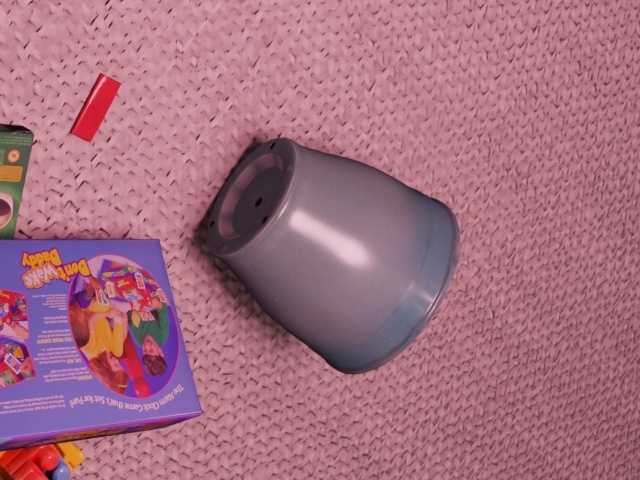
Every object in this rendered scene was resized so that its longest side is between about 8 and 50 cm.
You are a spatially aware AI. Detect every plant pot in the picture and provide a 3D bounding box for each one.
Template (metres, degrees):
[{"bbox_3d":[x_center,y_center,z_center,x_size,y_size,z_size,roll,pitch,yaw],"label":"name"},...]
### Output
[{"bbox_3d":[0.000,0.000,2.096,0.255,0.271,0.271,34,88,-28],"label":"plant pot"}]

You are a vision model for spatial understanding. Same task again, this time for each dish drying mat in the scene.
[{"bbox_3d":[-0.277,-0.163,1.945,0.032,0.008,0.083,26,94,-43],"label":"dish drying mat"}]

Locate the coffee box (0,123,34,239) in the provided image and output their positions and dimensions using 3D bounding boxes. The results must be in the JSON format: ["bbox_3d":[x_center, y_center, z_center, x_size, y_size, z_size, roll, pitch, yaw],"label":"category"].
[{"bbox_3d":[-0.411,-0.048,1.866,0.113,0.040,0.184,0,110,-41],"label":"coffee box"}]

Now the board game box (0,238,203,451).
[{"bbox_3d":[-0.307,0.119,1.871,0.347,0.078,0.233,1,71,-53],"label":"board game box"}]

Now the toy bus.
[{"bbox_3d":[-0.387,0.230,1.904,0.149,0.211,0.220,-42,130,-14],"label":"toy bus"}]
